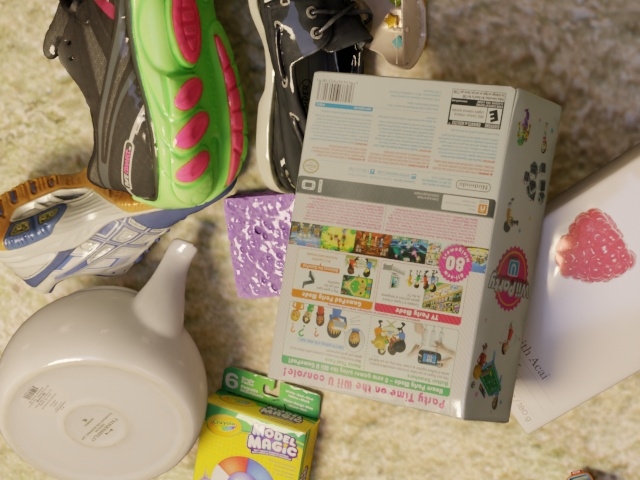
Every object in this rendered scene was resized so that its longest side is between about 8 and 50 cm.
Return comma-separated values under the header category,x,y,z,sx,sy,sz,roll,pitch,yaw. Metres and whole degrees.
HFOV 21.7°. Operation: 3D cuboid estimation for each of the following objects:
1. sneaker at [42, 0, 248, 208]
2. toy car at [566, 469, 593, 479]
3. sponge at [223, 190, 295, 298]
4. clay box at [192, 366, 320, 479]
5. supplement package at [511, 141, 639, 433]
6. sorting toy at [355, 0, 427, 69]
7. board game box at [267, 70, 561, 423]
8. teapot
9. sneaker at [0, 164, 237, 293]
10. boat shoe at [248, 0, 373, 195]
category,x,y,z,sx,sy,sz,roll,pitch,yaw
sneaker,-0.207,-0.270,1.724,0.202,0.185,0.482,-4,92,30
toy car,0.244,0.278,1.790,0.122,0.060,0.040,-22,65,19
sponge,0.000,0.000,1.817,0.210,0.031,0.117,-4,103,23
clay box,-0.079,0.265,1.913,0.127,0.053,0.222,15,111,16
supplement package,0.290,0.025,1.629,0.293,0.175,0.177,-35,89,26
sorting toy,0.068,-0.225,1.721,0.075,0.045,0.083,11,115,29
board game box,0.086,0.003,1.578,0.224,0.097,0.303,9,89,35
teapot,-0.243,0.144,1.878,0.256,0.187,0.252,-7,131,6
sneaker,-0.220,-0.030,1.869,0.297,0.111,0.131,-16,138,12
boat shoe,0.002,-0.196,1.691,0.113,0.127,0.340,21,116,37
